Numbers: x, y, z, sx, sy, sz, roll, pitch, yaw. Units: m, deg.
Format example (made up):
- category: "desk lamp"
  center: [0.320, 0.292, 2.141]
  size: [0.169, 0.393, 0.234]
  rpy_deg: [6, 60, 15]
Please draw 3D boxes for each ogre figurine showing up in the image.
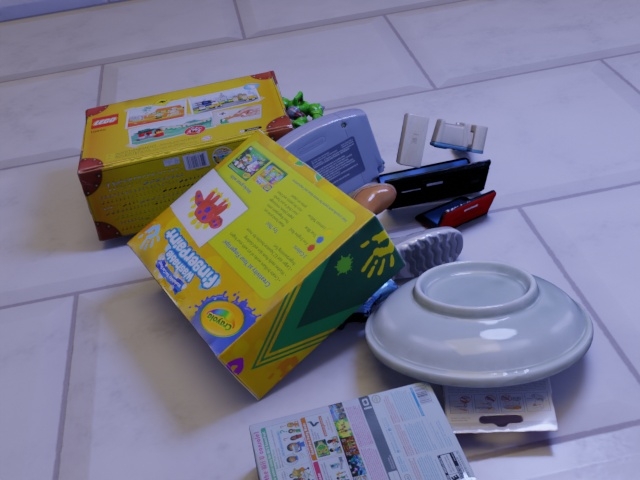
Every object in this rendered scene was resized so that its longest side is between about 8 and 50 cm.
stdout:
- category: "ogre figurine"
  center: [-0.068, -0.342, 2.341]
  size: [0.197, 0.097, 0.118]
  rpy_deg: [-1, 45, 30]

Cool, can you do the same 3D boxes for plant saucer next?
- category: "plant saucer"
  center: [0.275, 0.118, 1.509]
  size: [0.400, 0.101, 0.400]
  rpy_deg: [-4, 21, 2]

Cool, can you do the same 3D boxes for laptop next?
- category: "laptop"
  center: [0.251, -0.162, 1.961]
  size: [0.234, 0.264, 0.137]
  rpy_deg: [-12, 71, 2]

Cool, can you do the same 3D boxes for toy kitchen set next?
- category: "toy kitchen set"
  center: [0.283, -0.235, 2.076]
  size: [0.207, 0.122, 0.166]
  rpy_deg: [9, 9, -9]

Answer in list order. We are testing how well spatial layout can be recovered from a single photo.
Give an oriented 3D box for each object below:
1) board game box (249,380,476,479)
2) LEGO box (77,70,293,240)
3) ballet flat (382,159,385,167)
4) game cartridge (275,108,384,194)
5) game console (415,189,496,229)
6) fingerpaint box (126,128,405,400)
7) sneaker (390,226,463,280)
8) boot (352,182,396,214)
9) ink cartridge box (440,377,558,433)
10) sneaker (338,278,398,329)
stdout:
- category: "board game box"
  center: [0.059, 0.354, 1.303]
  size: [0.303, 0.098, 0.224]
  rpy_deg: [-11, 33, -7]
- category: "LEGO box"
  center: [-0.316, -0.219, 2.086]
  size: [0.500, 0.193, 0.372]
  rpy_deg: [-12, 32, -3]
- category: "ballet flat"
  center: [0.066, -0.201, 2.138]
  size: [0.077, 0.091, 0.241]
  rpy_deg: [-52, 42, -7]
- category: "game cartridge"
  center: [-0.008, -0.170, 1.939]
  size: [0.297, 0.198, 0.062]
  rpy_deg: [-30, 31, -11]
- category: "game console"
  center: [0.298, -0.078, 1.894]
  size: [0.144, 0.124, 0.085]
  rpy_deg: [-23, 64, -20]
- category: "fingerpaint box"
  center: [-0.118, 0.028, 1.656]
  size: [0.371, 0.163, 0.445]
  rpy_deg: [-42, 42, -8]
- category: "sneaker"
  center: [0.156, 0.020, 1.757]
  size: [0.281, 0.105, 0.115]
  rpy_deg: [-15, 35, -9]
- category: "boot"
  center: [0.090, -0.038, 1.773]
  size: [0.197, 0.073, 0.152]
  rpy_deg: [-28, 29, -3]
- category: "ink cartridge box"
  center: [0.296, 0.252, 1.446]
  size: [0.181, 0.056, 0.225]
  rpy_deg: [-3, 39, 6]
- category: "sneaker"
  center: [0.085, 0.130, 1.671]
  size: [0.162, 0.063, 0.073]
  rpy_deg: [-26, 56, -18]
